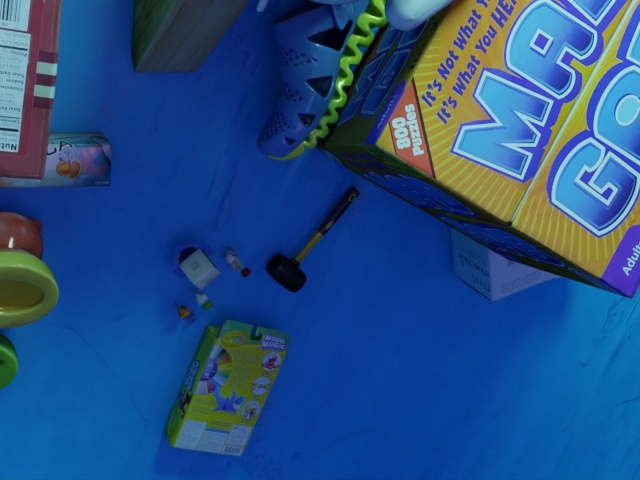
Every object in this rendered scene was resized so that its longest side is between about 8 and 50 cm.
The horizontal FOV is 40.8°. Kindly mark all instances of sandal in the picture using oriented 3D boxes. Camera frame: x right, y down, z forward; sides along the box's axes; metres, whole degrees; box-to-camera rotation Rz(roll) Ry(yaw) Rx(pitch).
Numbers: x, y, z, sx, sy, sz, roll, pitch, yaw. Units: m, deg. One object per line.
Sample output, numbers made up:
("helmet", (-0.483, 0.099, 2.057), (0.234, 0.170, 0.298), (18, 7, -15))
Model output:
("sandal", (-0.013, -0.261, 1.166), (0.138, 0.126, 0.318), (25, 90, -30))

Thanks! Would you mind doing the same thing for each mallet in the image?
("mallet", (0.000, 0.000, 1.334), (0.189, 0.039, 0.062), (-44, 123, -8))

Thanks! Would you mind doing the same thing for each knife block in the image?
("knife block", (-0.137, -0.286, 0.985), (0.088, 0.242, 0.276), (-5, 124, -27))

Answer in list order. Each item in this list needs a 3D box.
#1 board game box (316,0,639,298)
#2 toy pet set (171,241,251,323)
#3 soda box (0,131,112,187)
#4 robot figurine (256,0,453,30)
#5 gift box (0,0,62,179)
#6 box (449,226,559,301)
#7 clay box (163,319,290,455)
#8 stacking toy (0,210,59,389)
("board game box", (0.258, -0.187, 1.107), (0.356, 0.356, 0.356), (29, 90, -13))
("toy pet set", (-0.179, 0.048, 1.259), (0.122, 0.065, 0.114), (-40, 159, -3))
("soda box", (-0.359, -0.102, 1.081), (0.183, 0.063, 0.058), (-4, 113, -26))
("robot figurine", (0.061, -0.358, 0.816), (0.353, 0.200, 0.300), (-34, 109, -12))
("gift box", (-0.392, -0.227, 0.890), (0.255, 0.258, 0.277), (7, 107, -30))
("box", (0.354, -0.058, 1.435), (0.261, 0.127, 0.231), (-21, 120, -18))
("clay box", (-0.144, 0.224, 1.345), (0.127, 0.053, 0.222), (17, 102, -32))
("stacking toy", (-0.506, 0.072, 1.088), (0.308, 0.130, 0.280), (4, 136, -26))
